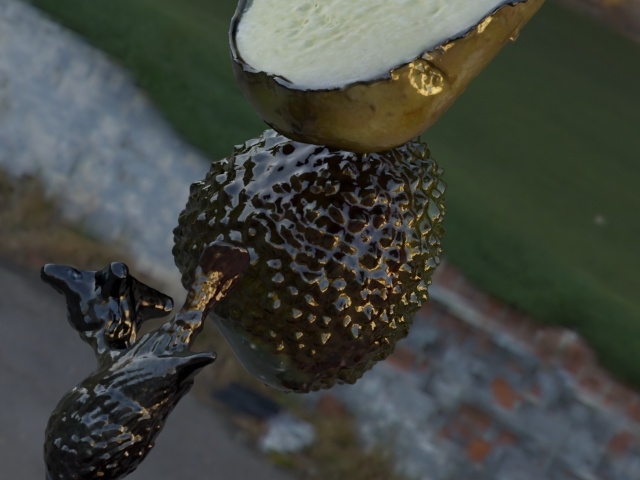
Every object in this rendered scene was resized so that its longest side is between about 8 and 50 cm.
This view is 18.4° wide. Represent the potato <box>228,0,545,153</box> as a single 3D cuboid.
[{"bbox_3d":[0.048,-0.115,1.045,0.164,0.200,0.081,26,-30,40],"label":"potato"}]

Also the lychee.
[{"bbox_3d":[0.000,0.000,1.156,0.171,0.171,0.171,24,13,-6],"label":"lychee"}]

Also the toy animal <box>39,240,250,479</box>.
[{"bbox_3d":[-0.110,0.088,0.996,0.105,0.202,0.070,13,-18,37],"label":"toy animal"}]
